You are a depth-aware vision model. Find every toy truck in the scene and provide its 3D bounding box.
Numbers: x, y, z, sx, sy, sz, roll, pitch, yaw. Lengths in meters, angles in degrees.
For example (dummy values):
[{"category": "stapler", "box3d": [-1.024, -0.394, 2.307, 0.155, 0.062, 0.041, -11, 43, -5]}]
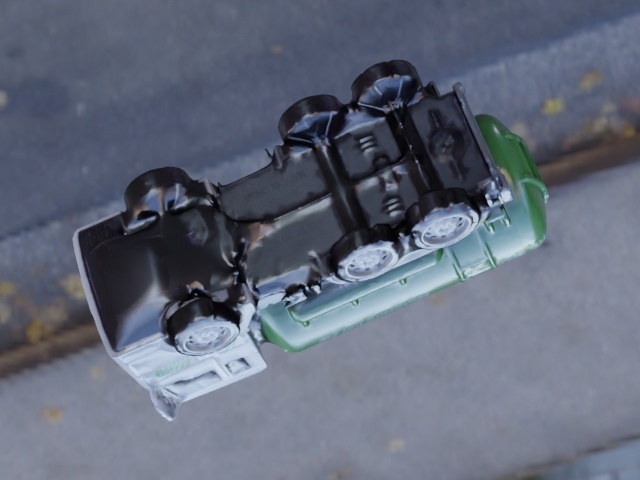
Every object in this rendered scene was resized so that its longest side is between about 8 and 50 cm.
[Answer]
[{"category": "toy truck", "box3d": [0.000, 0.000, 0.977, 0.243, 0.101, 0.125, -23, 151, 4]}]
